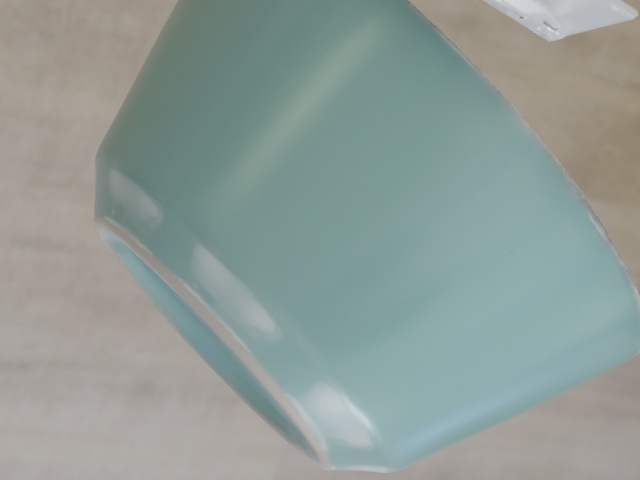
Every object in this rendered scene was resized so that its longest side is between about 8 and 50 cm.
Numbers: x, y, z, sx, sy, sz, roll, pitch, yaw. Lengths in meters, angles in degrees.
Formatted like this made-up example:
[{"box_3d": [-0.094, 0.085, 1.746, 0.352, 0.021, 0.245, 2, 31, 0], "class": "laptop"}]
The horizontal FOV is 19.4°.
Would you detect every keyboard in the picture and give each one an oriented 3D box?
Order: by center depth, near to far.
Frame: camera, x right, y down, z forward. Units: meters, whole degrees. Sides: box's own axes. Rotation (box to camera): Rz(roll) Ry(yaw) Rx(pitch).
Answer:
[{"box_3d": [0.075, -0.180, 1.086, 0.256, 0.014, 0.072, 26, 154, -32], "class": "keyboard"}]

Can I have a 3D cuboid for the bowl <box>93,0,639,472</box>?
[{"box_3d": [0.000, 0.000, 0.968, 0.163, 0.311, 0.311, -43, 135, -9], "class": "bowl"}]
